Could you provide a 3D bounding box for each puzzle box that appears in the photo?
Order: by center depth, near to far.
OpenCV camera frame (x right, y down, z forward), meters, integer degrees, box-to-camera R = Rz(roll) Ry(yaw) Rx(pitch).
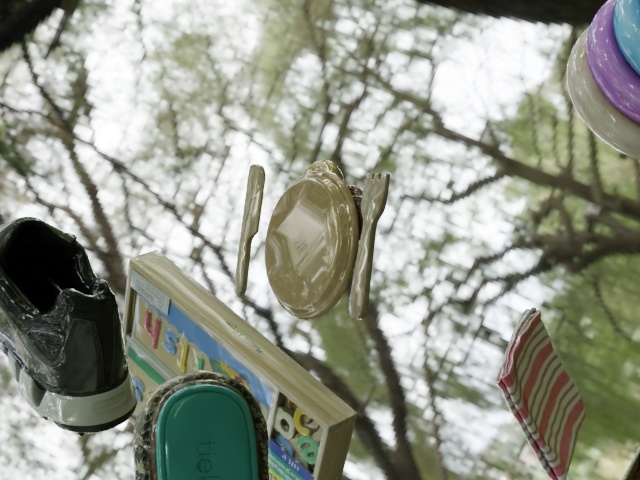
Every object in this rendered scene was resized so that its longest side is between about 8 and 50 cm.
[{"bbox_3d":[-0.131,0.227,1.696,0.052,0.409,0.272,-21,-46,-40],"label":"puzzle box"}]

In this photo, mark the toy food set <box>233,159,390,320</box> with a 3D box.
[{"bbox_3d":[0.000,0.000,1.034,0.038,0.192,0.133,8,-89,-35],"label":"toy food set"}]

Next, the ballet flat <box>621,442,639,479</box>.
[{"bbox_3d":[0.196,0.133,0.700,0.168,0.057,0.052,-47,-28,-43],"label":"ballet flat"}]

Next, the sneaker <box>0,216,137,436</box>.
[{"bbox_3d":[-0.195,0.023,0.800,0.078,0.234,0.106,-19,-53,-40],"label":"sneaker"}]

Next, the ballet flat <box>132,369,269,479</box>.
[{"bbox_3d":[-0.103,0.366,1.161,0.182,0.164,0.483,120,148,-65],"label":"ballet flat"}]

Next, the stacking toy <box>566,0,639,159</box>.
[{"bbox_3d":[0.287,-0.191,0.863,0.141,0.141,0.330,-56,-7,-30],"label":"stacking toy"}]

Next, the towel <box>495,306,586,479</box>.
[{"bbox_3d":[0.290,0.201,1.627,0.197,0.029,0.144,59,-142,-24],"label":"towel"}]
